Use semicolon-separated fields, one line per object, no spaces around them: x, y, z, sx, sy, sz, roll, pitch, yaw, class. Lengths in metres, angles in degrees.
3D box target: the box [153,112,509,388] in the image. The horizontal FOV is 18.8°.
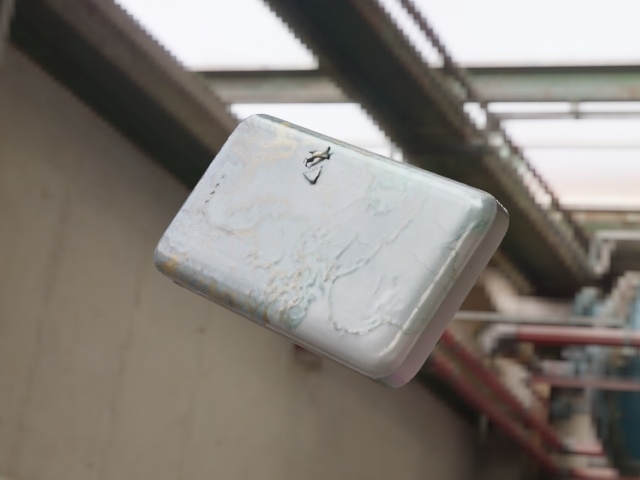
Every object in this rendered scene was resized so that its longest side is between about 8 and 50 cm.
0.000;0.000;1.321;0.044;0.285;0.142;39;-100;-40;box
